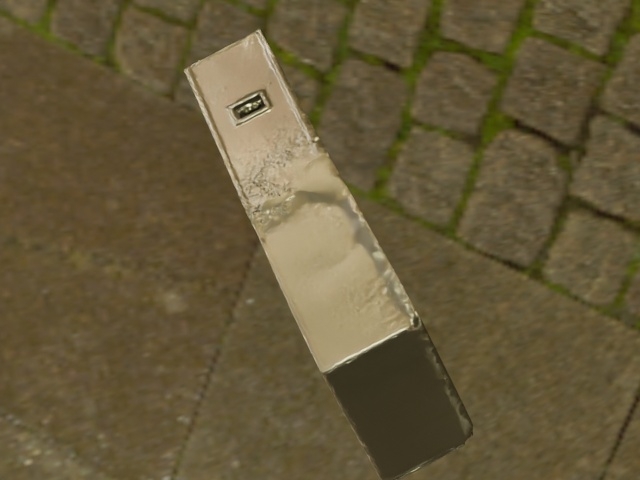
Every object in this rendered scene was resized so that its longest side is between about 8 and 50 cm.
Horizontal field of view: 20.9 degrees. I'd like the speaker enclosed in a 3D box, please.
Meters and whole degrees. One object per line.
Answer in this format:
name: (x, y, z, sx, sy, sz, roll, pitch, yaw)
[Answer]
speaker: (0.000, 0.000, 0.765, 0.044, 0.082, 0.218, -27, 42, 1)
